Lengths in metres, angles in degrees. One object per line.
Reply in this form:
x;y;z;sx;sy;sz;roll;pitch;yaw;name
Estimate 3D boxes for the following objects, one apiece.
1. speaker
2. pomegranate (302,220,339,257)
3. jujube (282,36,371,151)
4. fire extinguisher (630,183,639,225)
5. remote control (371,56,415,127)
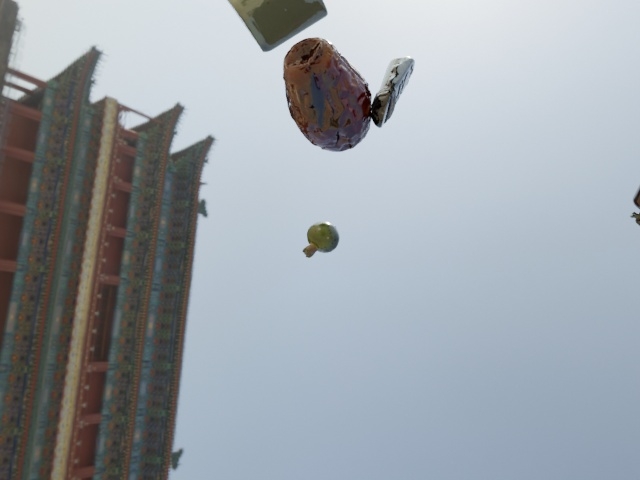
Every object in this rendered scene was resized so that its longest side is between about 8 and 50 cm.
-0.157;-0.649;1.299;0.184;0.183;0.406;-35;-129;6;speaker
0.004;0.001;1.103;0.073;0.073;0.085;-12;-130;38;pomegranate
0.019;-0.322;1.182;0.197;0.290;0.197;-10;-119;19;jujube
0.690;-0.110;1.031;0.099;0.071;0.231;15;-60;11;fire extinguisher
0.161;-0.358;1.237;0.066;0.090;0.266;17;-134;13;remote control
